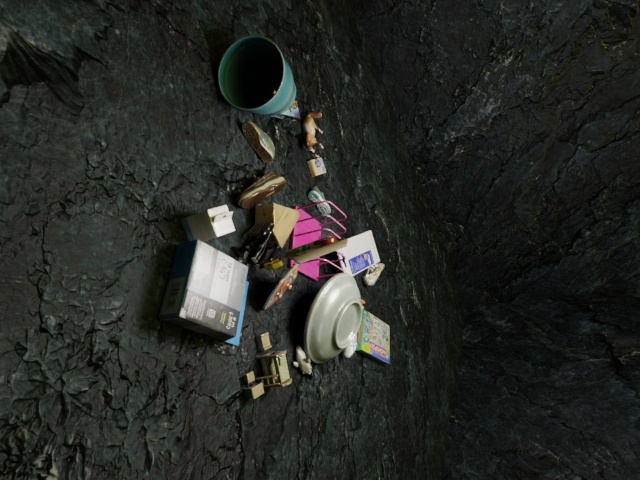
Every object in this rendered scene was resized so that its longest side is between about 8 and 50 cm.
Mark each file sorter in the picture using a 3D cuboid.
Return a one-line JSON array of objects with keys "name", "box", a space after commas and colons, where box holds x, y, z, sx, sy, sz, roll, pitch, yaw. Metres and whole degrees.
[{"name": "file sorter", "box": [0.000, 0.000, 1.827, 0.202, 0.182, 0.291, 34, 51, -48]}]

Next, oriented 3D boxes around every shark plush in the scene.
[{"name": "shark plush", "box": [-0.053, 0.497, 1.682, 0.161, 0.073, 0.067, 53, 8, -27]}]

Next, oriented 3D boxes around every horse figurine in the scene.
[{"name": "horse figurine", "box": [-0.041, -0.537, 2.079, 0.174, 0.066, 0.264, 25, 60, -59]}]

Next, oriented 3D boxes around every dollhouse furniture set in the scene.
[{"name": "dollhouse furniture set", "box": [-0.192, 0.425, 1.436, 0.161, 0.101, 0.182, -10, 87, -59]}]

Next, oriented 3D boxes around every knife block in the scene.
[{"name": "knife block", "box": [-0.182, -0.015, 1.626, 0.275, 0.088, 0.242, 11, 77, -64]}]

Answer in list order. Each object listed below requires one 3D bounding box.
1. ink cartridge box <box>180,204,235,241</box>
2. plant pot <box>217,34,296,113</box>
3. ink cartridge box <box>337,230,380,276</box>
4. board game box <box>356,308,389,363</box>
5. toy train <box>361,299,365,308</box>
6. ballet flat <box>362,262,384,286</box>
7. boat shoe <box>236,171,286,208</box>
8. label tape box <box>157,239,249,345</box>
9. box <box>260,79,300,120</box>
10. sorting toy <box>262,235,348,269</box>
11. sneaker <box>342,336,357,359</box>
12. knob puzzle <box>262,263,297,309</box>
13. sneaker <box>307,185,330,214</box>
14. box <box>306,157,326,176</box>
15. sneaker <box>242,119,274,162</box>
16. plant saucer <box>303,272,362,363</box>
[{"name": "ink cartridge box", "box": [-0.349, -0.051, 1.323, 0.092, 0.143, 0.090, -29, 103, -57]}, {"name": "plant pot", "box": [-0.220, -0.621, 1.653, 0.255, 0.271, 0.272, -6, 83, -72]}, {"name": "ink cartridge box", "box": [0.171, 0.069, 2.071, 0.371, 0.069, 0.176, -20, 93, -56]}, {"name": "board game box", "box": [0.280, 0.515, 2.215, 0.317, 0.046, 0.214, 38, 48, -46]}, {"name": "toy train", "box": [0.168, 0.292, 2.082, 0.166, 0.046, 0.125, 15, 42, -59]}, {"name": "ballet flat", "box": [0.299, 0.173, 2.345, 0.077, 0.091, 0.241, 49, 32, -3]}, {"name": "boat shoe", "box": [-0.246, -0.204, 1.623, 0.095, 0.095, 0.257, 44, 38, 9]}, {"name": "label tape box", "box": [-0.320, 0.176, 1.321, 0.333, 0.105, 0.241, 37, 50, -46]}, {"name": "box", "box": [-0.188, -0.640, 1.899, 0.233, 0.044, 0.159, -12, 89, -59]}, {"name": "sorting toy", "box": [-0.066, 0.040, 1.567, 0.229, 0.307, 0.041, -162, -128, -75]}, {"name": "sneaker", "box": [0.133, 0.447, 1.977, 0.086, 0.085, 0.237, 37, 46, -26]}, {"name": "knob puzzle", "box": [-0.142, 0.186, 1.558, 0.030, 0.213, 0.213, 37, 34, 8]}, {"name": "sneaker", "box": [0.004, -0.197, 2.027, 0.166, 0.064, 0.076, 54, 34, -36]}, {"name": "box", "box": [-0.016, -0.369, 2.090, 0.136, 0.028, 0.081, -32, 106, -60]}, {"name": "sneaker", "box": [-0.248, -0.415, 1.709, 0.192, 0.064, 0.086, 57, 29, -30]}, {"name": "plant saucer", "box": [0.083, 0.341, 1.767, 0.400, 0.100, 0.401, -29, 126, -48]}]
